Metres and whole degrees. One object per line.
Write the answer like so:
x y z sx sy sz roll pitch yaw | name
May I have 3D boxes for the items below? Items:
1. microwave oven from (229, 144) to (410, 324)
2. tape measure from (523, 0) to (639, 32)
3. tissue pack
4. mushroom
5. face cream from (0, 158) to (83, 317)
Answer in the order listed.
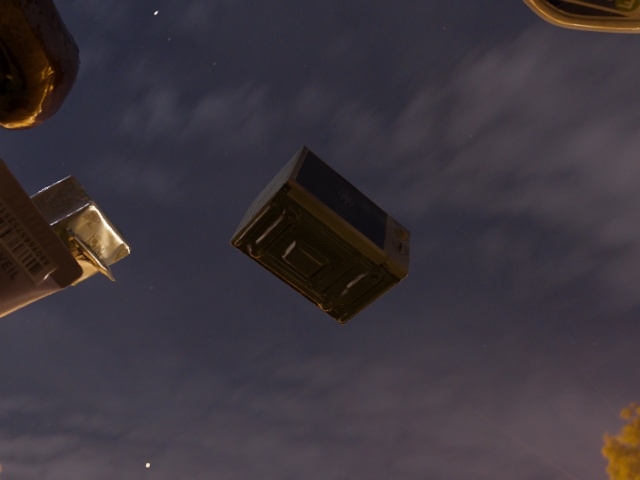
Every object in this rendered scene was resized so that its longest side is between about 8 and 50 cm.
0.000 0.000 0.851 0.241 0.145 0.194 38 -59 -15 | microwave oven
0.365 -0.403 0.648 0.258 0.130 0.265 25 -21 21 | tape measure
-0.501 0.005 1.056 0.159 0.145 0.229 -34 -21 -15 | tissue pack
-0.336 -0.232 0.525 0.138 0.194 0.231 -19 -24 -23 | mushroom
-0.387 0.052 0.481 0.274 0.096 0.154 -37 -60 -22 | face cream
